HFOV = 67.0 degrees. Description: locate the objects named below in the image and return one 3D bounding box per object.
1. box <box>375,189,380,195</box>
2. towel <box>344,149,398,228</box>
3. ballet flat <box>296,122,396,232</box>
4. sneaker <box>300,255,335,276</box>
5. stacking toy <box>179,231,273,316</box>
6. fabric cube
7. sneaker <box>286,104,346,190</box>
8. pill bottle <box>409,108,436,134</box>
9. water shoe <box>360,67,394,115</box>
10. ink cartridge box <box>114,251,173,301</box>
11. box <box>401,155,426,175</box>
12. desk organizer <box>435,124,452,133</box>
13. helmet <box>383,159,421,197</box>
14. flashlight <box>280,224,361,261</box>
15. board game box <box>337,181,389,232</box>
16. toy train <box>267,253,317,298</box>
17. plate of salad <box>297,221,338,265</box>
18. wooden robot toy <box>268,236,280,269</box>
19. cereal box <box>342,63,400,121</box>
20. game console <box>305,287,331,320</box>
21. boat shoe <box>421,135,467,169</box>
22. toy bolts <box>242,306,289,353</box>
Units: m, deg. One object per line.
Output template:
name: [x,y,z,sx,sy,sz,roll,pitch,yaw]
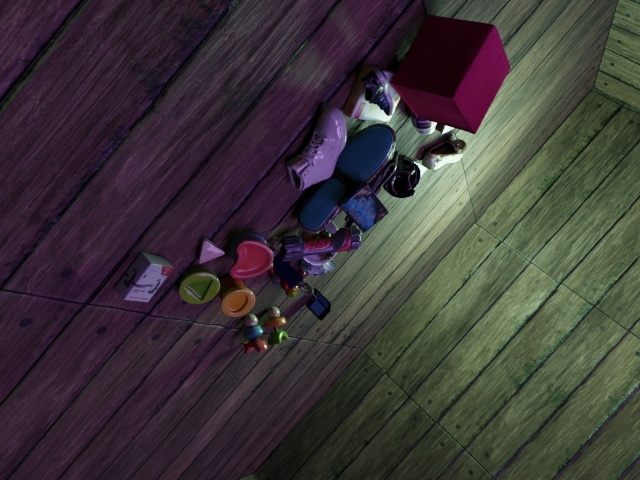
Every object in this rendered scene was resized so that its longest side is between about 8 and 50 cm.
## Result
box: [0.221,-0.192,2.054,0.081,0.028,0.136,-53,-175,29]
towel: [0.196,-0.214,1.895,0.312,0.056,0.324,-53,-176,20]
ballet flat: [0.093,-0.229,1.776,0.482,0.164,0.182,-50,177,15]
sneaker: [-0.034,0.094,2.054,0.122,0.110,0.283,-37,150,7]
stacking toy: [-0.329,0.091,1.646,0.280,0.130,0.308,15,114,-33]
fabric cube: [0.439,-0.550,1.619,0.259,0.254,0.258,26,92,-54]
sneaker: [-0.019,-0.279,1.547,0.169,0.108,0.292,-33,152,-34]
pill bottle: [0.406,-0.500,1.894,0.108,0.108,0.193,-46,154,-4]
water shoe: [0.179,-0.466,1.549,0.080,0.072,0.203,-27,148,5]
ink cartridge box: [-0.506,0.108,1.391,0.135,0.056,0.099,-52,155,7]
box: [0.421,-0.336,2.203,0.054,0.059,0.169,-57,153,15]
desk organizer: [0.574,-0.528,2.180,0.130,0.050,0.047,-29,149,-34]
helmet: [0.343,-0.266,2.061,0.161,0.170,0.169,-75,-171,-59]
flashlight: [0.002,0.004,1.840,0.304,0.103,0.103,-5,157,-19]
board game box: [0.159,-0.117,1.749,0.126,0.026,0.186,-39,136,8]
toy train: [-0.108,0.180,1.896,0.105,0.248,0.143,-35,156,-26]
plate of salad: [0.000,0.000,1.918,0.200,0.048,0.199,-1,91,-33]
wooden robot toy: [-0.195,0.075,1.803,0.173,0.079,0.076,-50,154,4]
cereal box: [0.192,-0.493,1.640,0.240,0.047,0.173,-14,138,-49]
game console: [-0.012,0.314,2.371,0.107,0.122,0.071,-48,154,2]
boat shoe: [0.607,-0.427,2.313,0.285,0.104,0.089,-32,153,-29]
toy bolts: [-0.278,0.389,2.112,0.218,0.158,0.228,-13,178,23]
